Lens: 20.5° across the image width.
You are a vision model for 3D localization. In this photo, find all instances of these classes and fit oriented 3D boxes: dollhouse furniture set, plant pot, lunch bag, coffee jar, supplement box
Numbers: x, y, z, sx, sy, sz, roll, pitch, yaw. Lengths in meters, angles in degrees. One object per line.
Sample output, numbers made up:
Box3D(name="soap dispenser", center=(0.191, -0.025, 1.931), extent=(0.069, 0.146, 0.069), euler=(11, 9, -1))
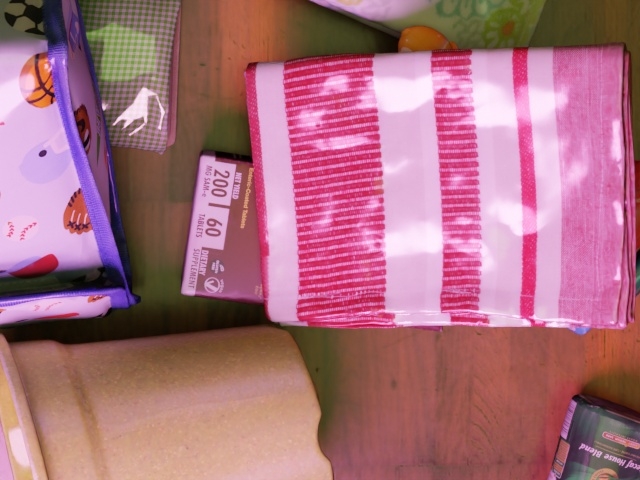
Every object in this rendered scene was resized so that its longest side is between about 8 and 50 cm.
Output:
Box3D(name="dollhouse furniture set", center=(-0.219, -0.224, 1.522), extent=(0.197, 0.151, 0.302), euler=(2, 96, -5))
Box3D(name="plant pot", center=(-0.133, 0.187, 1.534), extent=(0.253, 0.276, 0.276), euler=(-13, 97, -15))
Box3D(name="lunch bag", center=(-0.332, -0.051, 1.454), extent=(0.327, 0.239, 0.385), euler=(-7, 140, -3))
Box3D(name="coffee jar", center=(0.249, 0.242, 1.640), extent=(0.096, 0.079, 0.184), euler=(19, 94, -6))
Box3D(name="supplement box", center=(0.000, 0.000, 1.600), extent=(0.239, 0.073, 0.130), euler=(8, 96, -6))

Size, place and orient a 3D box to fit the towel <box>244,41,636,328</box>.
Box3D(name="towel", center=(0.099, -0.042, 1.486), extent=(0.329, 0.037, 0.237), euler=(-1, 101, 17))

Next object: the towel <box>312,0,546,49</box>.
Box3D(name="towel", center=(0.070, -0.347, 1.518), extent=(0.374, 0.090, 0.321), euler=(20, 94, -23))

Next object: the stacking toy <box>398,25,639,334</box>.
Box3D(name="stacking toy", center=(0.174, -0.075, 1.540), extent=(0.302, 0.175, 0.166), euler=(43, 89, -14))
